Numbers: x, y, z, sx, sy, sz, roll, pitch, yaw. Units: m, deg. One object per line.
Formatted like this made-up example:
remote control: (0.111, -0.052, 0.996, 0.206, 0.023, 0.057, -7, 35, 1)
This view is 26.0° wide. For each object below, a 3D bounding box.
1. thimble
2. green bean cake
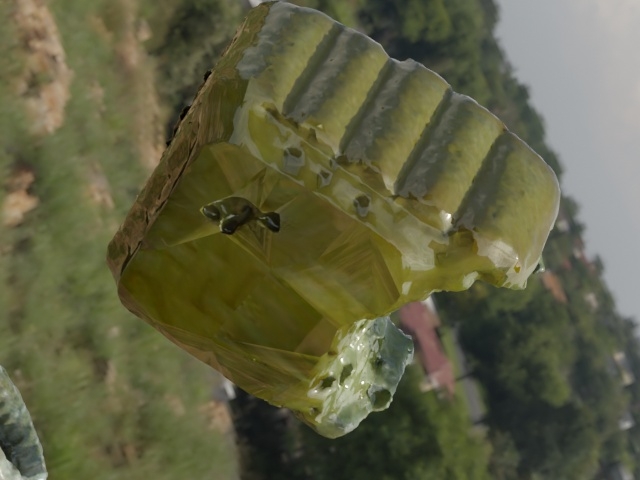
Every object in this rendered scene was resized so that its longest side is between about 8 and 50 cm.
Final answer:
thimble: (-0.202, 0.116, 0.785, 0.110, 0.062, 0.084, 63, 6, 19)
green bean cake: (0.000, 0.000, 0.857, 0.233, 0.236, 0.124, 32, 46, -5)
